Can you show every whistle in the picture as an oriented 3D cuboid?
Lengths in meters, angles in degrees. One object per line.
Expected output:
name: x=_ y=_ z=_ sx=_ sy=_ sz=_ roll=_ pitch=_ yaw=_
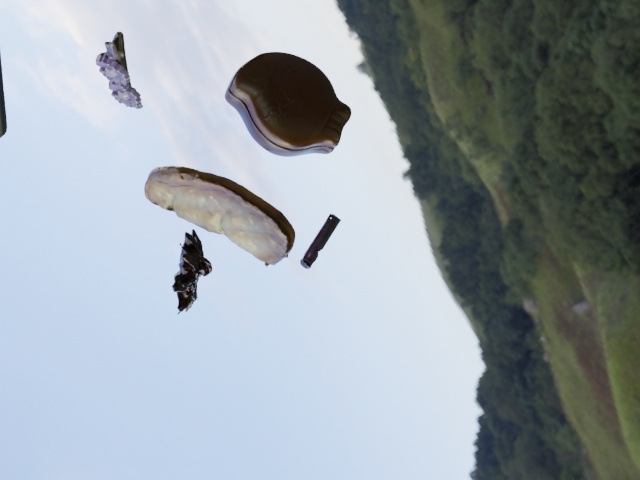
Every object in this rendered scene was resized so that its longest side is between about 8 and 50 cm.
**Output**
whistle: x=0.000 y=0.000 z=1.941 sx=0.033 sy=0.033 sz=0.176 roll=49 pitch=-129 yaw=-21

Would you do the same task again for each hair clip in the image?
hair clip: x=-0.539 y=-0.446 z=2.168 sx=0.106 sy=0.085 sz=0.292 roll=22 pitch=152 yaw=15

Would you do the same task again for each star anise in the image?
star anise: x=-0.368 y=0.092 z=2.363 sx=0.272 sy=0.102 sz=0.272 roll=6 pitch=-90 yaw=-88

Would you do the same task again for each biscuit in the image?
biscuit: x=-0.179 y=-0.058 z=1.415 sx=0.299 sy=0.154 sz=0.045 roll=28 pitch=-127 yaw=6

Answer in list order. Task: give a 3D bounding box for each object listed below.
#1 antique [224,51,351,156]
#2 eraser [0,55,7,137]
antique: x=-0.075 y=-0.298 z=1.790 sx=0.278 sy=0.129 sz=0.224 roll=22 pitch=-112 yaw=-12
eraser: x=-0.592 y=-0.274 z=1.389 sx=0.036 sy=0.081 sz=0.225 roll=-5 pitch=-91 yaw=-64
